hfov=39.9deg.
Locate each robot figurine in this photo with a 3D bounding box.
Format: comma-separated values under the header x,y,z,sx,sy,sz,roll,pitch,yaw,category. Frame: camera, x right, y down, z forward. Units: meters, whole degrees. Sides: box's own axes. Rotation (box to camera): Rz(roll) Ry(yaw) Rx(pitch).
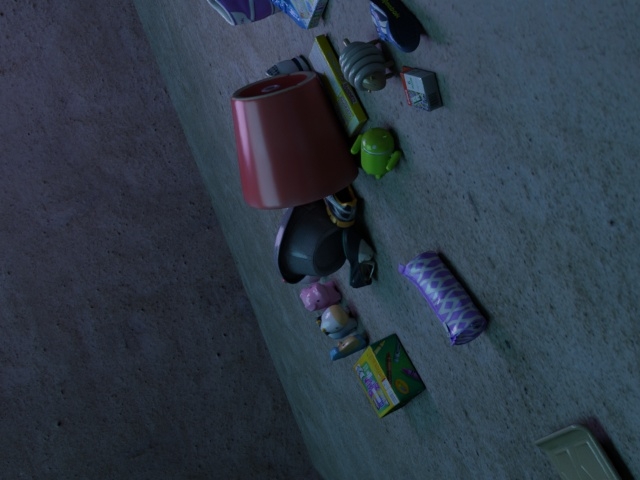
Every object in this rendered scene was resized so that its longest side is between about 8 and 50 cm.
x,y,z,sx,sy,sz,roll,pitch,yaw,category
0.115,-0.178,1.768,0.101,0.067,0.115,31,148,25,robot figurine

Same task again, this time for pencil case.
x,y,z,sx,sy,sz,roll,pitch,yaw,category
0.244,0.116,1.752,0.206,0.088,0.086,57,161,31,pencil case

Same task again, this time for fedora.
x,y,z,sx,sy,sz,roll,pitch,yaw,category
0.000,0.000,2.183,0.124,0.275,0.243,17,109,25,fedora

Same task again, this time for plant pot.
x,y,z,sx,sy,sz,roll,pitch,yaw,category
-0.074,-0.230,1.953,0.275,0.275,0.243,34,143,62,plant pot

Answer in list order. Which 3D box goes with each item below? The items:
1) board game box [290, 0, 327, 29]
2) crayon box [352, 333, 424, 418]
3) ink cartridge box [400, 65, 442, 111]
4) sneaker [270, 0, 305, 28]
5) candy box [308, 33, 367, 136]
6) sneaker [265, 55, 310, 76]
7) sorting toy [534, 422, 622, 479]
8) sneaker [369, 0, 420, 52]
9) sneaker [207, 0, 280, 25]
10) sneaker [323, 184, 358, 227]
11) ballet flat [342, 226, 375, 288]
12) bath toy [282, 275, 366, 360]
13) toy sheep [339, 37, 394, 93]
x,y,z,sx,sy,sz,roll,pitch,yaw,category
-0.041,-0.525,1.806,0.154,0.026,0.103,62,156,14,board game box
0.177,0.368,2.366,0.165,0.081,0.278,62,164,14,crayon box
0.166,-0.265,1.537,0.115,0.029,0.062,35,147,61,ink cartridge box
-0.091,-0.528,1.897,0.209,0.082,0.069,59,161,17,sneaker
0.035,-0.328,1.880,0.205,0.027,0.105,64,165,5,candy box
-0.058,-0.315,2.086,0.090,0.095,0.235,35,148,59,sneaker
0.477,0.442,1.578,0.229,0.041,0.307,57,163,14,sorting toy
0.127,-0.359,1.487,0.059,0.053,0.144,89,161,-54,sneaker
-0.209,-0.627,1.990,0.282,0.161,0.102,69,166,-9,sneaker
0.028,-0.137,2.118,0.214,0.084,0.083,55,151,18,sneaker
0.099,0.043,2.171,0.074,0.074,0.203,52,160,41,ballet flat
0.002,0.185,2.586,0.348,0.129,0.151,58,163,26,bath toy
0.079,-0.325,1.624,0.132,0.091,0.091,57,162,30,toy sheep
